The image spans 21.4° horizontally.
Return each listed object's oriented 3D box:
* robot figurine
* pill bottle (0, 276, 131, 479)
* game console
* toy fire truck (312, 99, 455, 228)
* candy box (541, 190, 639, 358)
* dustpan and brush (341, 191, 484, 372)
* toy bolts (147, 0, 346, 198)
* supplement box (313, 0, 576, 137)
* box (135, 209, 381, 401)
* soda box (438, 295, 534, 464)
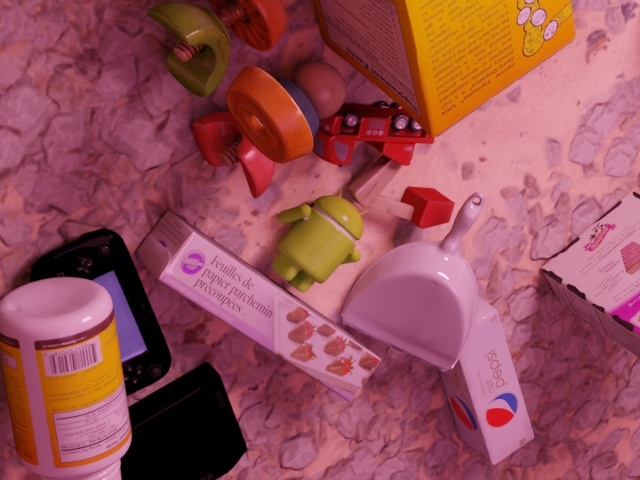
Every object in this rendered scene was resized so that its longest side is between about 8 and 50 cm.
[{"bbox_3d":[0.000,0.000,1.840,0.101,0.067,0.115,41,88,-31],"label":"robot figurine"},{"bbox_3d":[-0.252,0.153,1.679,0.117,0.117,0.215,-17,117,-25],"label":"pill bottle"},{"bbox_3d":[-0.218,0.152,1.792,0.213,0.044,0.361,-30,126,-17],"label":"game console"},{"bbox_3d":[0.068,-0.083,1.856,0.192,0.047,0.135,0,115,-32],"label":"toy fire truck"},{"bbox_3d":[0.398,0.052,2.018,0.159,0.233,0.071,-39,128,-9],"label":"candy box"},{"bbox_3d":[0.130,0.035,1.899,0.147,0.060,0.211,26,129,-3],"label":"dustpan and brush"},{"bbox_3d":[-0.034,-0.157,1.670,0.158,0.218,0.228,-39,147,-18],"label":"toy bolts"},{"bbox_3d":[0.099,-0.310,1.612,0.195,0.194,0.356,-35,144,-13],"label":"supplement box"},{"bbox_3d":[-0.062,0.076,1.841,0.324,0.067,0.063,36,91,-40],"label":"box"},{"bbox_3d":[0.190,0.165,2.043,0.069,0.074,0.216,-32,127,-16],"label":"soda box"}]
